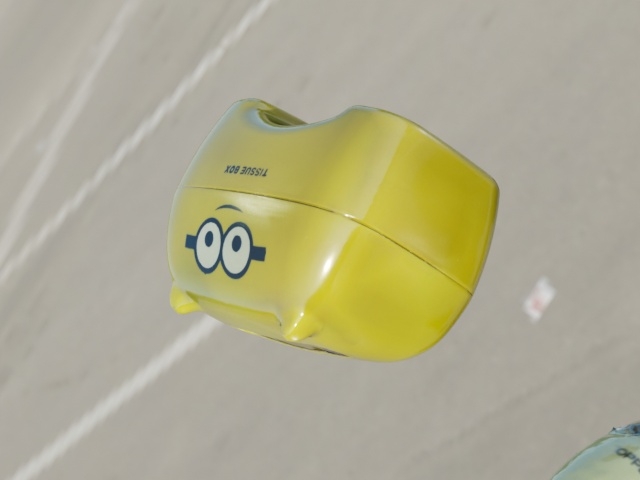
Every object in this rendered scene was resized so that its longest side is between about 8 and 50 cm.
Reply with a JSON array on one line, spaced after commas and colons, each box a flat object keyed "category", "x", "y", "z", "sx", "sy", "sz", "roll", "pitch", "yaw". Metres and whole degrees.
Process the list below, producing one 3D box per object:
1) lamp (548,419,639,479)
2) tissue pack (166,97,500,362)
[{"category": "lamp", "x": 0.207, "y": 0.158, "z": 1.193, "sx": 0.250, "sy": 0.101, "sz": 0.101, "roll": -28, "pitch": -1, "yaw": -30}, {"category": "tissue pack", "x": 0.000, "y": 0.000, "z": 1.027, "sx": 0.178, "sy": 0.123, "sz": 0.127, "roll": 11, "pitch": 75, "yaw": 54}]
